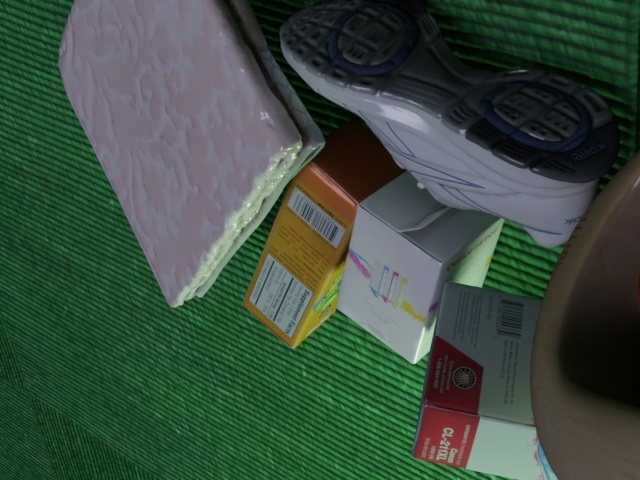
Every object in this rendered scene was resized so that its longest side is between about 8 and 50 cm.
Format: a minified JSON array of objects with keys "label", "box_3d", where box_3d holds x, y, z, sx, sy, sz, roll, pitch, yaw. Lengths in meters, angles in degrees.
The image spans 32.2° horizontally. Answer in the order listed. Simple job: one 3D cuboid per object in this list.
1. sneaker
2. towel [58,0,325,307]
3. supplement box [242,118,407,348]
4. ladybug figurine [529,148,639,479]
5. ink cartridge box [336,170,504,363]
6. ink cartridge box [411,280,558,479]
[{"label":"sneaker","box_3d":[0.080,-0.088,0.835,0.297,0.111,0.129,37,153,30]},{"label":"towel","box_3d":[-0.138,-0.138,1.016,0.317,0.053,0.332,62,147,13]},{"label":"supplement box","box_3d":[0.000,0.000,1.019,0.080,0.078,0.233,42,143,11]},{"label":"ladybug figurine","box_3d":[0.263,0.041,0.570,0.162,0.305,0.449,31,179,-9]},{"label":"ink cartridge box","box_3d":[0.084,0.011,0.924,0.090,0.092,0.143,35,139,24]},{"label":"ink cartridge box","box_3d":[0.167,0.113,0.832,0.175,0.127,0.072,11,134,6]}]
